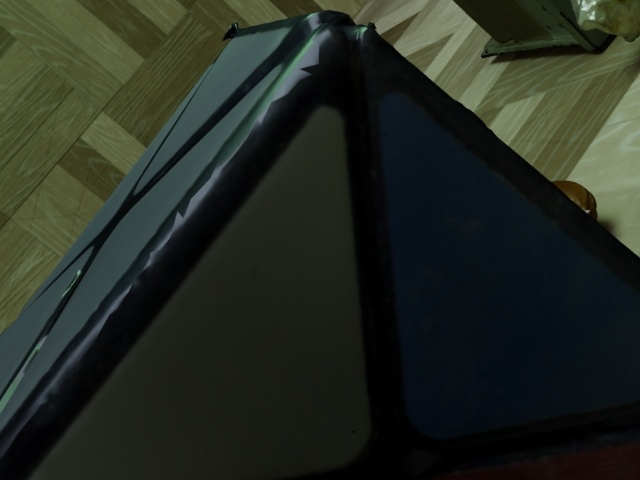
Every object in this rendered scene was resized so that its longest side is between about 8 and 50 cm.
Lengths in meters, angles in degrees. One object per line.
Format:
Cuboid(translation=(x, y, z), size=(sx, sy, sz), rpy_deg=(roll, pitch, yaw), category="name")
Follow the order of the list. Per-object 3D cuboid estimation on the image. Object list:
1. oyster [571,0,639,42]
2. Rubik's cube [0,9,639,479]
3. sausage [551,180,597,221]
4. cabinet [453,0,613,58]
Cuboid(translation=(0.326, -0.339, 0.897), size=(0.275, 0.271, 0.100), rpy_deg=(-24, 19, -18), category="oyster")
Cuboid(translation=(-0.001, 0.078, 0.580), size=(0.307, 0.305, 0.310), rpy_deg=(-52, 16, 2), category="Rubik's cube")
Cuboid(translation=(0.165, -0.013, 0.800), size=(0.183, 0.054, 0.062), rpy_deg=(-17, 67, 62), category="sausage")
Cuboid(translation=(0.218, -0.382, 1.120), size=(0.227, 0.290, 0.318), rpy_deg=(-51, 13, -1), category="cabinet")
